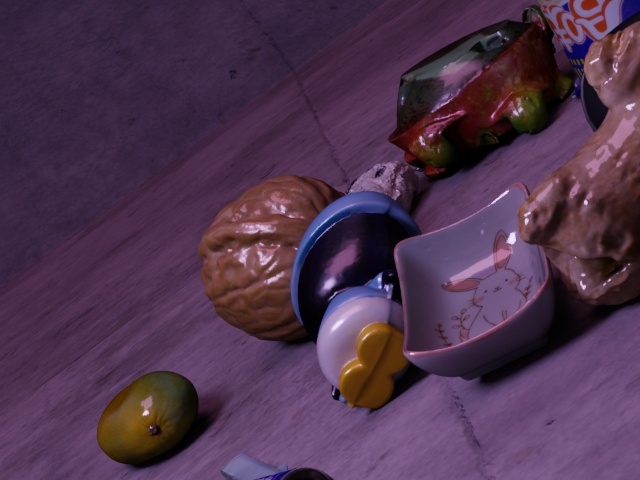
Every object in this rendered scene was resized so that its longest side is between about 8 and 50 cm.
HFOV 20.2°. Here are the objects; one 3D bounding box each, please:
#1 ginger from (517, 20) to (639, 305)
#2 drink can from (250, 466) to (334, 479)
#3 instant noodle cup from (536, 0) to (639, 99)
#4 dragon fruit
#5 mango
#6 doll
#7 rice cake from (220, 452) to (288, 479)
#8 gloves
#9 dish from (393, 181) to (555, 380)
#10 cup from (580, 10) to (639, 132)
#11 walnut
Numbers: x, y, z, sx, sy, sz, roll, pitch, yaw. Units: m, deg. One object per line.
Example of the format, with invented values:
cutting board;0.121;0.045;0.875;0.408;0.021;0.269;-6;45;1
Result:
ginger;0.286;-0.074;1.597;0.276;0.221;0.130;-31;22;-11
drink can;-0.081;0.267;1.603;0.235;0.097;0.097;-23;20;47
instant noodle cup;0.342;-0.376;2.193;0.284;0.312;0.284;-35;14;10
dragon fruit;0.200;-0.189;2.341;0.268;0.130;0.295;-37;13;-20
mango;-0.207;0.212;2.124;0.122;0.085;0.191;-55;10;-23
doll;0.045;0.056;1.895;0.314;0.141;0.177;-98;31;-61
rice cake;-0.051;0.235;1.760;0.042;0.030;0.180;-39;15;-17
gloves;0.061;-0.043;2.300;0.114;0.070;0.153;-27;19;33
dish;0.154;0.051;1.702;0.151;0.077;0.212;-28;27;14
cup;0.372;-0.151;1.772;0.223;0.169;0.176;-4;1;-10
walnut;-0.038;0.021;2.116;0.213;0.213;0.213;-35;14;10
